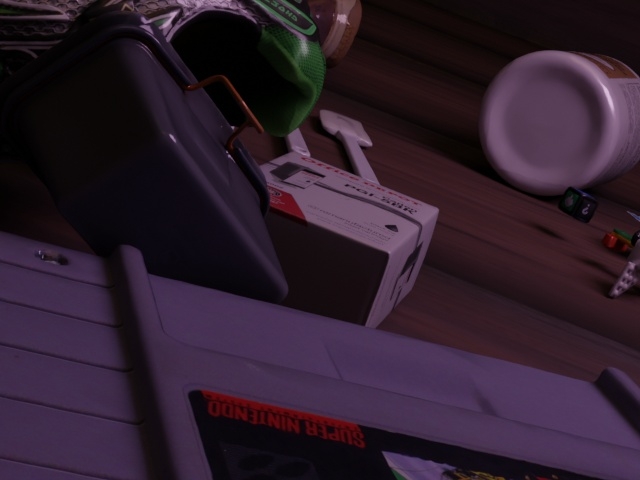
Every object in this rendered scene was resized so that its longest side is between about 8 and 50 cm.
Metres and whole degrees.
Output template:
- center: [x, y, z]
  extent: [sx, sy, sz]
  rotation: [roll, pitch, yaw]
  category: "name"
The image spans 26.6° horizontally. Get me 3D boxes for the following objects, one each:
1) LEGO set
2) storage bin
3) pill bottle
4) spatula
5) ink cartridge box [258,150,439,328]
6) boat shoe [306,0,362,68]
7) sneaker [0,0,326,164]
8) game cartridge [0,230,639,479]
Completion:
- center: [0.296, 0.036, 1.047]
  extent: [0.244, 0.060, 0.182]
  rotation: [27, 10, -2]
  category: "LEGO set"
- center: [-0.066, -0.020, 0.594]
  extent: [0.135, 0.098, 0.091]
  rotation: [55, 3, -39]
  category: "storage bin"
- center: [0.247, -0.115, 1.300]
  extent: [0.131, 0.131, 0.229]
  rotation: [26, 16, 21]
  category: "pill bottle"
- center: [-0.031, -0.095, 1.105]
  extent: [0.168, 0.019, 0.242]
  rotation: [23, 15, -12]
  category: "spatula"
- center: [0.000, 0.000, 0.735]
  extent: [0.099, 0.056, 0.135]
  rotation: [22, 16, 10]
  category: "ink cartridge box"
- center: [-0.080, -0.300, 1.559]
  extent: [0.123, 0.123, 0.342]
  rotation: [12, 24, -33]
  category: "boat shoe"
- center: [-0.146, -0.091, 0.641]
  extent: [0.344, 0.134, 0.146]
  rotation: [-16, 55, -29]
  category: "sneaker"
- center: [0.045, 0.091, 0.484]
  extent: [0.355, 0.068, 0.230]
  rotation: [15, 12, -19]
  category: "game cartridge"
